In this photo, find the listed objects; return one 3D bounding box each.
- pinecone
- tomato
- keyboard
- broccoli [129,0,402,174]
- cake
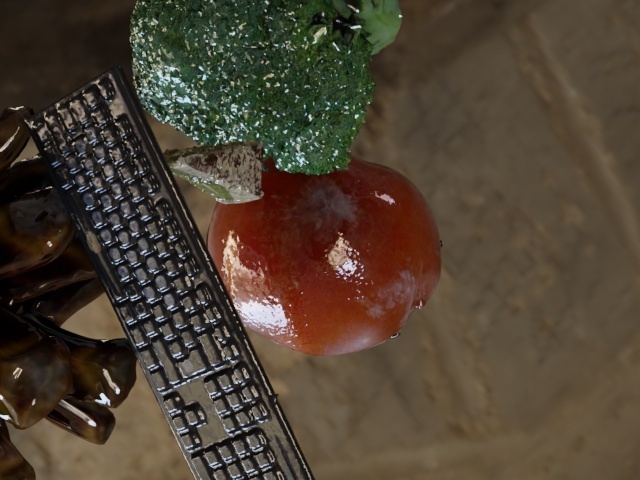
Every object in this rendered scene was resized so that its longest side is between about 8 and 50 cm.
[{"bbox_3d":[-0.188,0.042,0.898,0.229,0.201,0.202,-38,-152,-14],"label":"pinecone"},{"bbox_3d":[0.000,0.000,1.820,0.112,0.228,0.199,82,12,-69],"label":"tomato"},{"bbox_3d":[-0.063,0.027,0.818,0.064,0.198,0.010,-26,180,36],"label":"keyboard"},{"bbox_3d":[-0.040,-0.178,1.760,0.270,0.270,0.270,-19,-177,-40],"label":"broccoli"},{"bbox_3d":[-0.093,-0.068,1.589,0.051,0.140,0.055,3,-99,25],"label":"cake"}]
